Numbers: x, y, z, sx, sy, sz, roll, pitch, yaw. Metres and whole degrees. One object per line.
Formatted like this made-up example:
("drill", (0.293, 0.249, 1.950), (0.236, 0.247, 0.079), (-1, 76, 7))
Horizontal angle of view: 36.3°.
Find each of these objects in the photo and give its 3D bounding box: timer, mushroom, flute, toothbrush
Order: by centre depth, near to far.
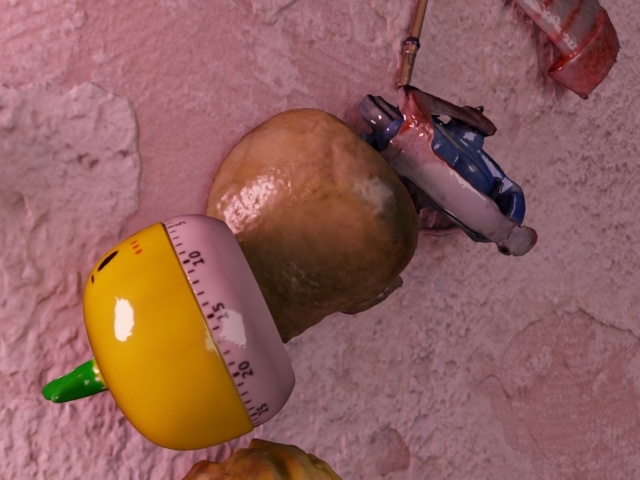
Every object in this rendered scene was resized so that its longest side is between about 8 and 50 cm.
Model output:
("timer", (-0.189, 0.124, 1.105), (0.285, 0.285, 0.285), (1, 88, -35))
("mushroom", (-0.007, 0.000, 1.266), (0.217, 0.212, 0.292), (-41, 119, -34))
("flute", (0.149, -0.335, 1.480), (0.027, 0.027, 0.233), (21, 76, -33))
("toothbrush", (0.196, -0.019, 1.507), (0.269, 0.021, 0.027), (-16, 111, -34))

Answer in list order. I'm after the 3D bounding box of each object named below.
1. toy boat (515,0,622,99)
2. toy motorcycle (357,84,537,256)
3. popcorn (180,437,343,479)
("toy boat", (0.380, -0.385, 1.626), (0.282, 0.096, 0.206), (39, 60, -15))
("toy motorcycle", (0.175, -0.078, 1.394), (0.319, 0.182, 0.241), (30, 45, -31))
("popcorn", (-0.070, 0.387, 1.178), (0.237, 0.293, 0.293), (48, 63, -32))
